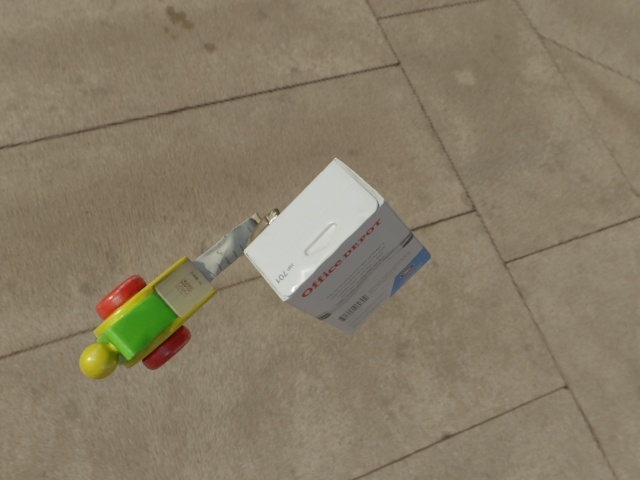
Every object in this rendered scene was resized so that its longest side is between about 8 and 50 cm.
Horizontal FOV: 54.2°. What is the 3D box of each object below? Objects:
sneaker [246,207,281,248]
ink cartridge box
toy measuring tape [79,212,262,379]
[{"bbox_3d":[0.000,0.000,0.793,0.189,0.071,0.066,2,43,-41],"label":"sneaker"},{"bbox_3d":[0.027,0.016,0.688,0.139,0.191,0.082,-45,59,4],"label":"ink cartridge box"},{"bbox_3d":[-0.190,0.071,0.824,0.121,0.121,0.330,38,44,6],"label":"toy measuring tape"}]
